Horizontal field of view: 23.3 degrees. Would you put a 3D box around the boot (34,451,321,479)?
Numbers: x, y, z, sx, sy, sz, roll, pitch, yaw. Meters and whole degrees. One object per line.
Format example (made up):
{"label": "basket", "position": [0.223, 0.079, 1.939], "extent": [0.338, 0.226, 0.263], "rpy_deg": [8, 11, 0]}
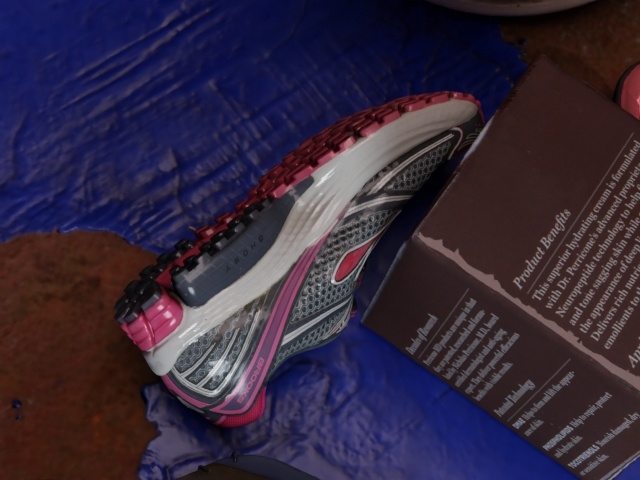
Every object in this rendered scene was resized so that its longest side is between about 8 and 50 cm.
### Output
{"label": "boot", "position": [-0.081, 0.182, 0.980], "extent": [0.219, 0.082, 0.106], "rpy_deg": [13, 22, 17]}

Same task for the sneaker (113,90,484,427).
{"label": "sneaker", "position": [0.000, 0.000, 1.048], "extent": [0.299, 0.121, 0.112], "rpy_deg": [-40, 104, -21]}

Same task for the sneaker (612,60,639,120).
{"label": "sneaker", "position": [0.328, -0.018, 1.091], "extent": [0.116, 0.136, 0.314], "rpy_deg": [-26, 74, -20]}

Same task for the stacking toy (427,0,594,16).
{"label": "stacking toy", "position": [0.130, -0.318, 0.957], "extent": [0.350, 0.480, 0.351], "rpy_deg": [1, 97, 4]}

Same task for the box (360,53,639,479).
{"label": "box", "position": [0.166, 0.025, 1.026], "extent": [0.203, 0.167, 0.168], "rpy_deg": [35, 66, 6]}
